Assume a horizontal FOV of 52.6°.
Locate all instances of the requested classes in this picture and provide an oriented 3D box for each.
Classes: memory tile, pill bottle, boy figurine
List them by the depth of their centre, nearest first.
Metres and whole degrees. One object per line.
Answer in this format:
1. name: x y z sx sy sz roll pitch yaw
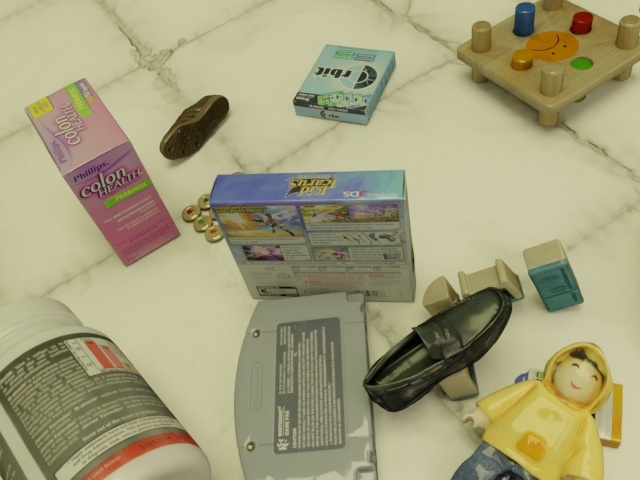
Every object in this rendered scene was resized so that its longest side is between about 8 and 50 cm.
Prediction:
1. boy figurine: 0.268 0.246 0.790 0.285 0.092 0.177 -47 57 -7
2. pill bottle: -0.328 0.245 0.867 0.210 0.210 0.363 -40 56 -18
3. memory tile: -0.174 -0.064 1.195 0.148 0.012 0.113 -39 56 -18

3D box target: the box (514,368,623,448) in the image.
1. box: 0.326 0.220 0.862 0.136 0.028 0.081 7 55 20

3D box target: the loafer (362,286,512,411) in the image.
1. loafer: 0.152 0.137 0.842 0.223 0.078 0.076 -40 45 4

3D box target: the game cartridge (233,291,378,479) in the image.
1. game cartridge: -0.024 0.213 0.927 0.196 0.060 0.294 -4 52 5

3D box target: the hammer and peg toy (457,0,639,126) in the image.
1. hammer and peg toy: 0.473 -0.386 1.230 0.361 0.127 0.266 -33 52 -13

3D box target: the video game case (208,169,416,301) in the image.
1. video game case: 0.000 0.000 0.961 0.270 0.244 0.061 0 53 12

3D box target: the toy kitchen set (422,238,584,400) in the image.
1. toy kitchen set: 0.268 0.125 0.914 0.207 0.122 0.166 -21 49 22

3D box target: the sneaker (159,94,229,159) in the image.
1. sneaker: -0.265 -0.230 1.321 0.071 0.066 0.188 14 51 42

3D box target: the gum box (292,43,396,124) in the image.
1. gum box: 0.051 -0.323 1.326 0.157 0.041 0.184 12 56 20

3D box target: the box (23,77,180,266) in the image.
1. box: -0.376 -0.117 1.133 0.117 0.243 0.213 -33 53 -12
